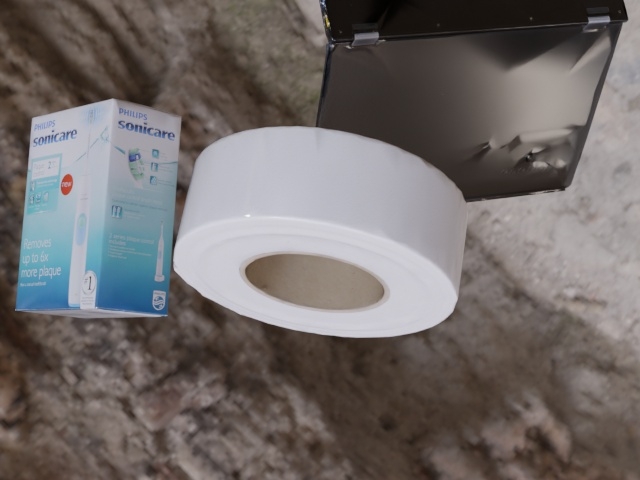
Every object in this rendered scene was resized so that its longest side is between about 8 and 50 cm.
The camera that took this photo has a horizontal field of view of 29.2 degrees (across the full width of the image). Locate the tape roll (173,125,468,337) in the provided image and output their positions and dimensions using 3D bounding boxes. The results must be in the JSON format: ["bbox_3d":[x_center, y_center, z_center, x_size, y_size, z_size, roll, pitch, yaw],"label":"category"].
[{"bbox_3d":[0.000,0.000,1.218,0.286,0.100,0.286,8,156,4],"label":"tape roll"}]

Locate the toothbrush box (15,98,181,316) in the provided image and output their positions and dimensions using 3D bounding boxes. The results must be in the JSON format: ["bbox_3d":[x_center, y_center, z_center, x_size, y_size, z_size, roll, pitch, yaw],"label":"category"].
[{"bbox_3d":[-0.321,-0.039,1.772,0.216,0.126,0.295,-3,79,46],"label":"toothbrush box"}]

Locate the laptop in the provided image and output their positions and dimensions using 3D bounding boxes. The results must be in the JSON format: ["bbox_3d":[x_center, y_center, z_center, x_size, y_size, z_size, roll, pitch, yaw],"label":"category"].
[{"bbox_3d":[0.151,-0.269,1.533,0.236,0.382,0.407,138,123,-69],"label":"laptop"}]
